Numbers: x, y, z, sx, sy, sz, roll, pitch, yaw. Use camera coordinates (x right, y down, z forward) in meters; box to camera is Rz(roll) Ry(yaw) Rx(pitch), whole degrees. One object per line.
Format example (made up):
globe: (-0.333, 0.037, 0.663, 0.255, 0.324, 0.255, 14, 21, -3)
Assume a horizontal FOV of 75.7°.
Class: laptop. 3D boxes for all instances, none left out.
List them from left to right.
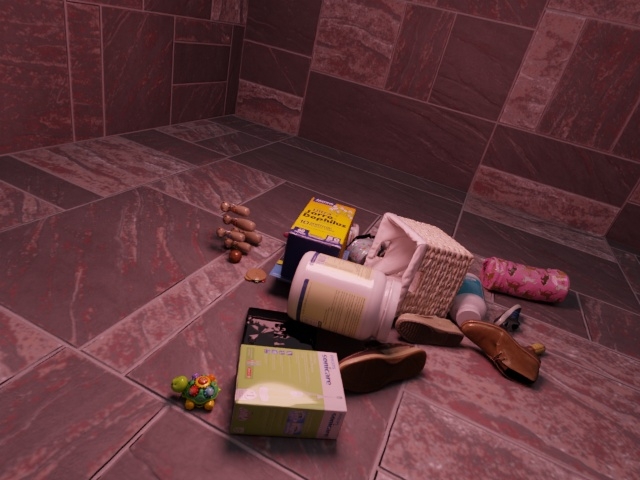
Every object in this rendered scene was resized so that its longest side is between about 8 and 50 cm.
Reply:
laptop: (-0.140, 0.327, 1.365, 0.235, 0.136, 0.264, 10, 53, -7)

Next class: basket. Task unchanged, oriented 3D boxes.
basket: (0.369, 0.106, 1.650, 0.267, 0.327, 0.331, 12, 20, -22)

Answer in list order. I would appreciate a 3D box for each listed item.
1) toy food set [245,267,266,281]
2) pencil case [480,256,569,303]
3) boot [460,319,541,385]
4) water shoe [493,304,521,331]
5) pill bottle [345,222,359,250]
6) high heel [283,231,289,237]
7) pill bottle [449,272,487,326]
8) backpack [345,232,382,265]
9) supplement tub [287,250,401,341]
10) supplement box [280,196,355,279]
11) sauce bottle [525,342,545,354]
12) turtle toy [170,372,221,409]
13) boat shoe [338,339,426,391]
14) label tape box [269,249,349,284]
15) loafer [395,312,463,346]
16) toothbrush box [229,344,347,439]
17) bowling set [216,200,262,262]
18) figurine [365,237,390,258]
toy food set: (-0.257, 0.140, 1.650, 0.083, 0.020, 0.083, 15, 27, 1)
pencil case: (0.972, 0.188, 1.976, 0.387, 0.159, 0.167, 11, 20, -4)
boot: (0.639, 0.396, 1.471, 0.306, 0.112, 0.115, 33, 43, 10)
water shoe: (0.802, 0.337, 1.737, 0.203, 0.072, 0.080, -18, 63, -39)
pill bottle: (0.040, -0.032, 1.962, 0.265, 0.153, 0.153, 13, 28, -2)
high heel: (-0.054, 0.030, 1.866, 0.245, 0.117, 0.082, 10, 4, -3)
pill bottle: (0.603, 0.252, 1.699, 0.147, 0.146, 0.264, 18, 28, 8)
backpack: (0.194, 0.051, 1.854, 0.115, 0.151, 0.182, 38, 20, 31)
supplement tub: (0.078, 0.184, 1.334, 0.326, 0.235, 0.235, 16, 28, 8)
supplement box: (0.000, 0.000, 1.604, 0.195, 0.195, 0.356, 17, 28, 5)
sauce bottle: (0.812, 0.424, 1.588, 0.128, 0.042, 0.042, -1, 31, -28)
turtle toy: (-0.331, 0.393, 1.097, 0.131, 0.066, 0.095, 7, 28, -13)
boat shoe: (0.176, 0.383, 1.312, 0.343, 0.123, 0.123, -4, 19, -30)
label tape box: (-0.041, 0.127, 1.679, 0.250, 0.115, 0.347, 17, 30, 7)
loafer: (0.396, 0.326, 1.530, 0.269, 0.101, 0.092, 17, 25, -14)
toothbrush box: (-0.090, 0.408, 1.121, 0.284, 0.122, 0.206, 7, 28, -11)
bowling set: (-0.375, -0.020, 1.738, 0.154, 0.286, 0.199, 15, 61, 16)
figurine: (0.335, 0.056, 2.022, 0.210, 0.092, 0.215, 0, 29, -40)
